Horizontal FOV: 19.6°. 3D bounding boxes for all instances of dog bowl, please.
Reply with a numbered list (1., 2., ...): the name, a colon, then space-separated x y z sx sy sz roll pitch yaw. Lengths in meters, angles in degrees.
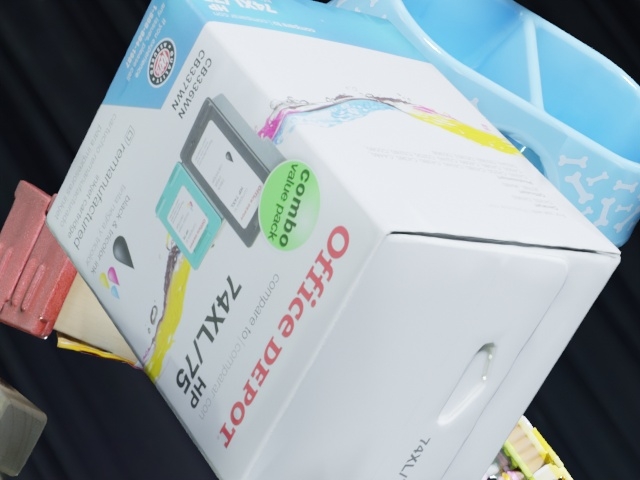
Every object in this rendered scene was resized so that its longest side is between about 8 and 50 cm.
1. dog bowl: 0.137 -0.109 1.367 0.297 0.166 0.074 28 126 -19

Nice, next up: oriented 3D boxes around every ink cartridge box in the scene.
1. ink cartridge box: 0.000 0.000 1.137 0.197 0.270 0.198 7 122 -41

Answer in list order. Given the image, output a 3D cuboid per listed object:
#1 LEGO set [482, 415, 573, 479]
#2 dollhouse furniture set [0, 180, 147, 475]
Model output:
1. LEGO set: 0.116 0.166 1.455 0.107 0.132 0.287 -36 154 1
2. dollhouse furniture set: -0.223 0.160 1.568 0.201 0.152 0.374 27 87 -32
